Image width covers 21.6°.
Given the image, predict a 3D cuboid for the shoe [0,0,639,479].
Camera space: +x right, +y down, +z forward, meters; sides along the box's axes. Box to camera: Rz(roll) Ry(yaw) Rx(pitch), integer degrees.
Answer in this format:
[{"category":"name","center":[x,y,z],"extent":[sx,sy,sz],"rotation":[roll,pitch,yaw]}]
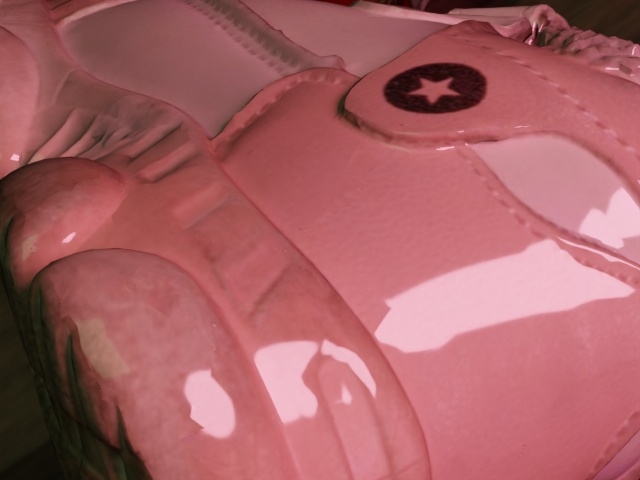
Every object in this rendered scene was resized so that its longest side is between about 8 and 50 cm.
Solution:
[{"category":"shoe","center":[0.000,0.002,0.530],"extent":[0.198,0.172,0.351],"rotation":[-17,27,-10]}]

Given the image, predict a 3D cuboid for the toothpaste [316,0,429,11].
[{"category":"toothpaste","center":[0.047,-0.180,0.578],"extent":[0.075,0.048,0.301],"rotation":[39,131,23]}]
